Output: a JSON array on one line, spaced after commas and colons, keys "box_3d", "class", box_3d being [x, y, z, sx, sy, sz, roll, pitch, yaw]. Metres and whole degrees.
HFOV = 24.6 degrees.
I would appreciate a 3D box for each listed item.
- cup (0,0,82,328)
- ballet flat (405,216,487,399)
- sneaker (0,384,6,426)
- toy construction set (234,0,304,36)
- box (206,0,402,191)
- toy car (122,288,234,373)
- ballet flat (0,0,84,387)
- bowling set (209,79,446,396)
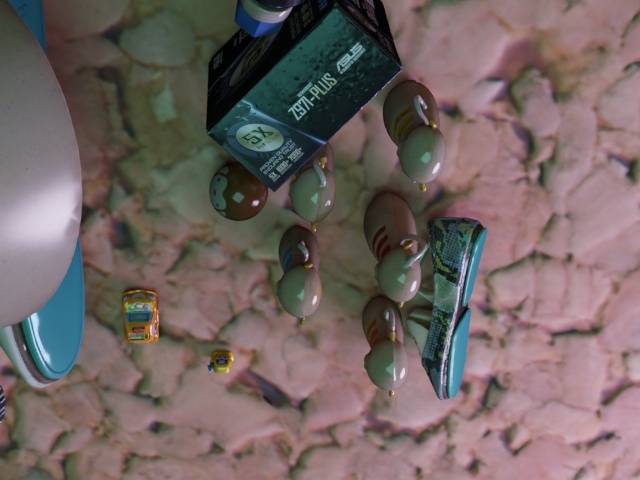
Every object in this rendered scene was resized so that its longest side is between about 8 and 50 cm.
[{"box_3d": [-0.385, -0.045, 1.132, 0.331, 0.237, 0.331, 14, 116, 31], "class": "cup"}, {"box_3d": [0.113, 0.061, 1.387, 0.070, 0.070, 0.188, 6, 113, -5], "class": "ballet flat"}, {"box_3d": [-0.364, 0.126, 1.389, 0.081, 0.094, 0.208, -36, 139, -33], "class": "sneaker"}, {"box_3d": [-0.046, -0.342, 1.114, 0.257, 0.237, 0.309, 31, 145, 28], "class": "toy construction set"}, {"box_3d": [-0.018, -0.146, 1.212, 0.077, 0.180, 0.147, 41, 108, -20], "class": "box"}, {"box_3d": [-0.135, 0.088, 1.392, 0.122, 0.040, 0.060, 15, 113, -9], "class": "toy car"}, {"box_3d": [-0.294, -0.065, 1.282, 0.139, 0.139, 0.400, -4, 111, 0], "class": "ballet flat"}, {"box_3d": [0.000, 0.000, 1.295, 0.200, 0.154, 0.287, 1, 114, -3], "class": "bowling set"}]
